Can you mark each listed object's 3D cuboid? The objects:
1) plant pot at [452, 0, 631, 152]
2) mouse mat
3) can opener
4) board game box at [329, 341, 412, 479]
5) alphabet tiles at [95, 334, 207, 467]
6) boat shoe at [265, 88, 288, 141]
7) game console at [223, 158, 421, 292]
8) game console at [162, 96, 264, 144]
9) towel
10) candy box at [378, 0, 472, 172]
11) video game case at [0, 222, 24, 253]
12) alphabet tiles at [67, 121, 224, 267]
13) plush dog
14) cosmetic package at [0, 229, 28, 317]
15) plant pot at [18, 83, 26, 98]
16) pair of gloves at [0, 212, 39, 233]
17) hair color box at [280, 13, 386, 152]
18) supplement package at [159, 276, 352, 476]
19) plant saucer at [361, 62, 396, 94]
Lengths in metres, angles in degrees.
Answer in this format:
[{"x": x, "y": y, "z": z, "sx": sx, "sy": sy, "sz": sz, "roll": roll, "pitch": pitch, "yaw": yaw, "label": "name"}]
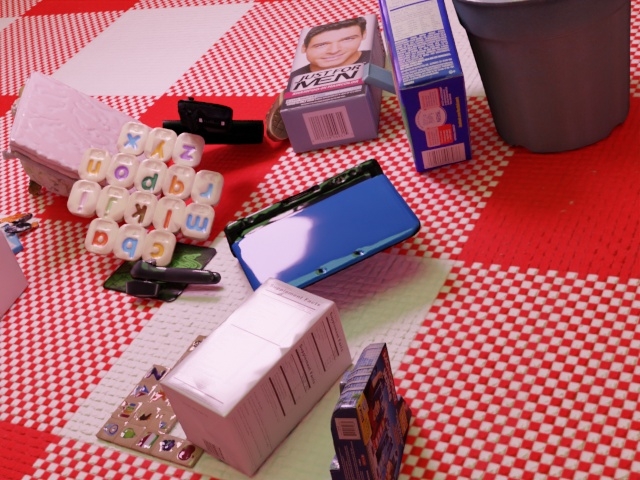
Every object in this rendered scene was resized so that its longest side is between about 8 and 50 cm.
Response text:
[{"x": 0.415, "y": -0.363, "z": 1.684, "sx": 0.341, "sy": 0.334, "sz": 0.341, "roll": -12, "pitch": 37, "yaw": 9, "label": "plant pot"}, {"x": -0.306, "y": 0.053, "z": 1.763, "sx": 0.189, "sy": 0.007, "sz": 0.153, "roll": 9, "pitch": 44, "yaw": 33, "label": "mouse mat"}, {"x": -0.266, "y": 0.066, "z": 1.683, "sx": 0.186, "sy": 0.073, "sz": 0.059, "roll": -2, "pitch": 0, "yaw": 18, "label": "can opener"}, {"x": 0.065, "y": 0.241, "z": 1.217, "sx": 0.060, "sy": 0.194, "sz": 0.194, "roll": -4, "pitch": 24, "yaw": 20, "label": "board game box"}, {"x": -0.213, "y": 0.242, "z": 1.466, "sx": 0.198, "sy": 0.009, "sz": 0.237, "roll": 7, "pitch": 43, "yaw": 33, "label": "alphabet tiles"}, {"x": -0.089, "y": -0.265, "z": 2.038, "sx": 0.060, "sy": 0.064, "sz": 0.178, "roll": -37, "pitch": 24, "yaw": 32, "label": "boat shoe"}, {"x": 0.000, "y": 0.000, "z": 1.600, "sx": 0.293, "sy": 0.250, "sz": 0.173, "roll": -24, "pitch": 77, "yaw": -7, "label": "game console"}, {"x": -0.216, "y": -0.237, "z": 1.881, "sx": 0.213, "sy": 0.044, "sz": 0.361, "roll": -1, "pitch": -2, "yaw": -6, "label": "game console"}, {"x": -0.483, "y": -0.204, "z": 1.962, "sx": 0.053, "sy": 0.331, "sz": 0.317, "roll": -50, "pitch": 26, "yaw": 28, "label": "towel"}, {"x": 0.189, "y": -0.335, "z": 1.726, "sx": 0.122, "sy": 0.268, "sz": 0.317, "roll": -11, "pitch": 60, "yaw": 7, "label": "candy box"}, {"x": -0.725, "y": 0.031, "z": 1.983, "sx": 0.166, "sy": 0.015, "sz": 0.119, "roll": -32, "pitch": 37, "yaw": -16, "label": "video game case"}, {"x": -0.337, "y": -0.090, "z": 1.800, "sx": 0.284, "sy": 0.021, "sz": 0.278, "roll": 12, "pitch": 72, "yaw": 4, "label": "alphabet tiles"}, {"x": -0.578, "y": -0.170, "z": 2.037, "sx": 0.211, "sy": 0.262, "sz": 0.225, "roll": -59, "pitch": 30, "yaw": 3, "label": "plush dog"}, {"x": -0.750, "y": 0.144, "z": 1.719, "sx": 0.217, "sy": 0.156, "sz": 0.385, "roll": 4, "pitch": 43, "yaw": 21, "label": "cosmetic package"}, {"x": -0.705, "y": -0.328, "z": 2.366, "sx": 0.134, "sy": 0.134, "sz": 0.095, "roll": -10, "pitch": 62, "yaw": 14, "label": "plant pot"}, {"x": -0.659, "y": -0.038, "z": 2.031, "sx": 0.074, "sy": 0.010, "sz": 0.083, "roll": -16, "pitch": 33, "yaw": -26, "label": "pair of gloves"}, {"x": 0.036, "y": -0.352, "z": 2.039, "sx": 0.185, "sy": 0.114, "sz": 0.375, "roll": -9, "pitch": 36, "yaw": 14, "label": "hair color box"}, {"x": -0.086, "y": 0.192, "z": 1.356, "sx": 0.139, "sy": 0.134, "sz": 0.244, "roll": 20, "pitch": 50, "yaw": 37, "label": "supplement package"}, {"x": 0.177, "y": -0.313, "z": 1.906, "sx": 0.192, "sy": 0.018, "sz": 0.067, "roll": 21, "pitch": 38, "yaw": -10, "label": "plant saucer"}]
